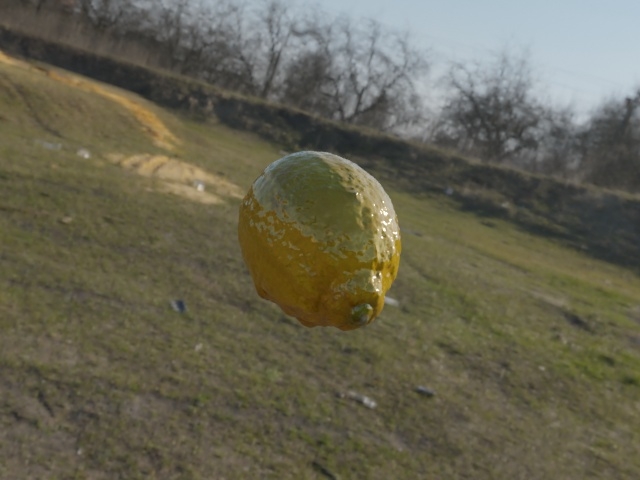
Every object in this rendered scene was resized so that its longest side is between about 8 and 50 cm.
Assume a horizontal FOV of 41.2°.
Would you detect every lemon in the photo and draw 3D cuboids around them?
[{"bbox_3d":[0.000,0.000,0.748,0.142,0.142,0.187,13,34,-40],"label":"lemon"}]
